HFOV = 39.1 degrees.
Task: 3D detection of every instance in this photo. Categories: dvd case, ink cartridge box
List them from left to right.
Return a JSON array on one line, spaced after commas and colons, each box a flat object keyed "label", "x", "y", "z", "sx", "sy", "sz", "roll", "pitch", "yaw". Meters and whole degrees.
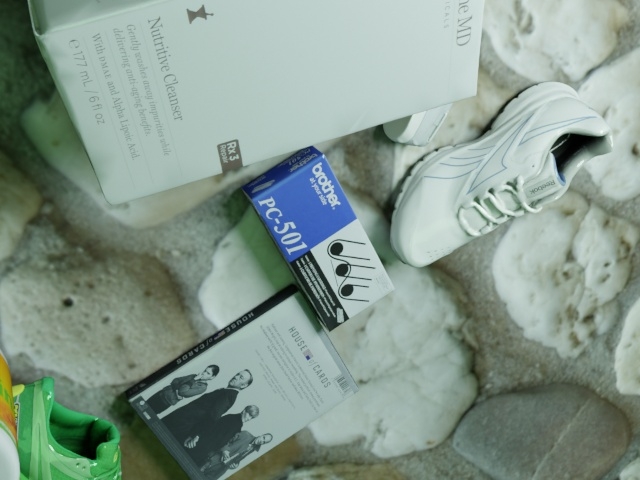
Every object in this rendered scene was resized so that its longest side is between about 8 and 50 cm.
[{"label": "dvd case", "x": -0.090, "y": 0.185, "z": 1.109, "sx": 0.239, "sy": 0.029, "sz": 0.179, "roll": -33, "pitch": 120, "yaw": -6}, {"label": "ink cartridge box", "x": 0.000, "y": 0.000, "z": 1.053, "sx": 0.097, "sy": 0.046, "sz": 0.207, "roll": -33, "pitch": 120, "yaw": -6}]

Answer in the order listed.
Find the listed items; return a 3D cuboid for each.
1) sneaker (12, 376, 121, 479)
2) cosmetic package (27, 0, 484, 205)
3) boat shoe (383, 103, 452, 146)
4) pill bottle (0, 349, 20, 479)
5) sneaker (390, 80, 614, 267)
[{"label": "sneaker", "x": -0.269, "y": 0.276, "z": 1.031, "sx": 0.124, "sy": 0.109, "sz": 0.295, "roll": -31, "pitch": 120, "yaw": -2}, {"label": "cosmetic package", "x": -0.050, "y": -0.202, "z": 0.831, "sx": 0.385, "sy": 0.156, "sz": 0.217, "roll": -18, "pitch": 142, "yaw": -7}, {"label": "boat shoe", "x": 0.139, "y": -0.189, "z": 1.018, "sx": 0.063, "sy": 0.066, "sz": 0.184, "roll": 13, "pitch": 105, "yaw": -41}, {"label": "pill bottle", "x": -0.366, "y": 0.162, "z": 0.864, "sx": 0.136, "sy": 0.245, "sz": 0.136, "roll": -8, "pitch": 115, "yaw": -19}, {"label": "sneaker", "x": 0.208, "y": -0.071, "z": 1.057, "sx": 0.297, "sy": 0.129, "sz": 0.111, "roll": -41, "pitch": 123, "yaw": 1}]
